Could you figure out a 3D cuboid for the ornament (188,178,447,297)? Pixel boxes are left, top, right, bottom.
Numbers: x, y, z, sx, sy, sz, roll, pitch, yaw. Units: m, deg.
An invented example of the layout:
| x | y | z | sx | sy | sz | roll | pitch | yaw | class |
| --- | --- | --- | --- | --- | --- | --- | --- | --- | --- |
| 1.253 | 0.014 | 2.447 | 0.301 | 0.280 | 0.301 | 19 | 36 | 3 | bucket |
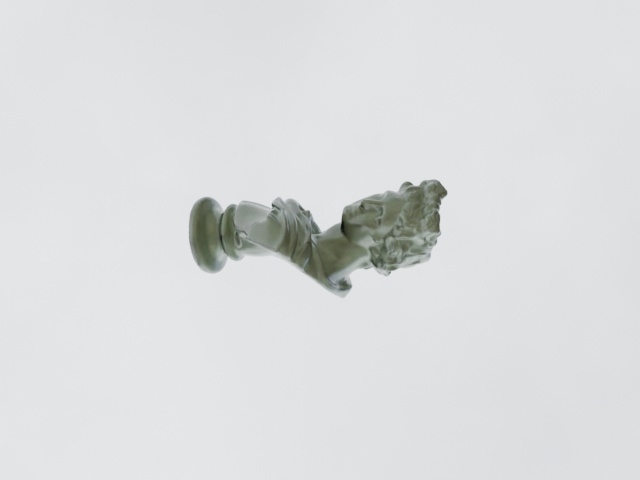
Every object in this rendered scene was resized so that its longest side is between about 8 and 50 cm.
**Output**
| x | y | z | sx | sy | sz | roll | pitch | yaw | class |
| --- | --- | --- | --- | --- | --- | --- | --- | --- | --- |
| -0.003 | 0.000 | 0.496 | 0.092 | 0.068 | 0.041 | 3 | -103 | -6 | ornament |
